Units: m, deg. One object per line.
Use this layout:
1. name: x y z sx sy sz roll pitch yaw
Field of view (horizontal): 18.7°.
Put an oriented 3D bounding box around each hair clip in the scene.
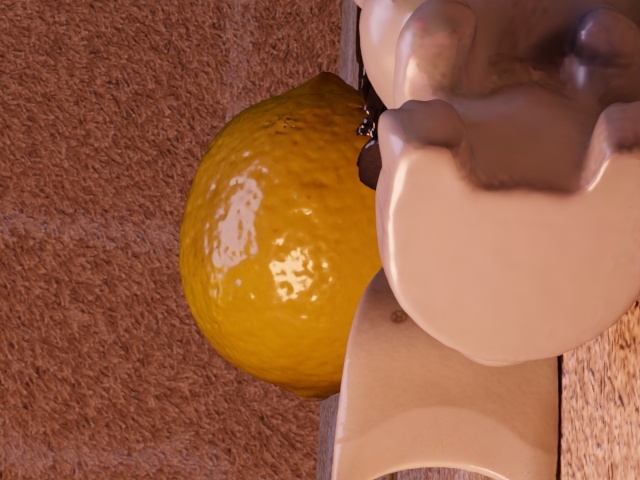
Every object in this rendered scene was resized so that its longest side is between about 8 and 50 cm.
1. hair clip: 0.112 0.081 1.559 0.282 0.172 0.113 -71 -19 -56

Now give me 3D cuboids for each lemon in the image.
1. lemon: 0.001 -0.002 2.104 0.336 0.336 0.336 -175 90 -86

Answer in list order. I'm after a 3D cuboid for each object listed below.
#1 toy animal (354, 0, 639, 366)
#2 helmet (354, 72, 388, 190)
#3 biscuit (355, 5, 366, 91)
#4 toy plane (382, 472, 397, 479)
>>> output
1. toy animal: 0.119 -0.094 1.314 0.241 0.196 0.368 97 173 -49
2. helmet: 0.116 -0.126 1.699 0.253 0.154 0.198 -33 -39 -72
3. biscuit: 0.098 -0.371 2.744 0.368 0.076 0.394 -92 5 -55
4. toy plane: 0.085 0.182 2.233 0.108 0.092 0.286 58 -149 -59
